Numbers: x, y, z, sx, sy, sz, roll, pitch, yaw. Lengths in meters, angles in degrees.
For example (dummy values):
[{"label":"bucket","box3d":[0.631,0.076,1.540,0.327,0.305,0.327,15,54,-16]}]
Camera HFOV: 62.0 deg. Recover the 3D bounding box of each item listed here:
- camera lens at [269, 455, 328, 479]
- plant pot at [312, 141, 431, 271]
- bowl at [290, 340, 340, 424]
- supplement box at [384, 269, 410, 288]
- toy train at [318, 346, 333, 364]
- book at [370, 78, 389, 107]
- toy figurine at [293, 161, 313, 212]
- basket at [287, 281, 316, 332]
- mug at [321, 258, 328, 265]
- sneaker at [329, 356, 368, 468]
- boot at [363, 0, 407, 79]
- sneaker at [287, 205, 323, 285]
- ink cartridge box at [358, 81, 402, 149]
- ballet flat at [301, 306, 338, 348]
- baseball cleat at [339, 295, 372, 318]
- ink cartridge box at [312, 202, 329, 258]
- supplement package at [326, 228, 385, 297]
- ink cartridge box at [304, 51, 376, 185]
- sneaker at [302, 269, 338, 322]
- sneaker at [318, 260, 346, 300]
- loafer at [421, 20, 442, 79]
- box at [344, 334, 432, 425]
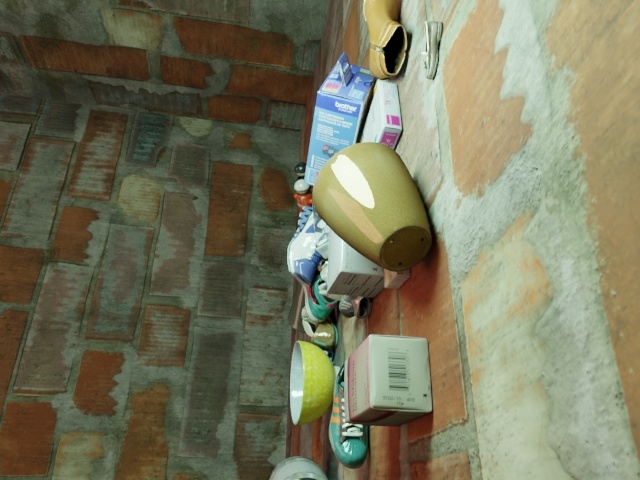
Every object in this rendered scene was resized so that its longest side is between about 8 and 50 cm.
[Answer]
[{"label":"camera lens","box3d":[-0.068,0.873,1.811,0.274,0.219,0.219,142,133,-79]},{"label":"plant pot","box3d":[0.134,-0.053,1.168,0.254,0.237,0.237,-120,33,-49]},{"label":"bowl","box3d":[-0.011,0.501,1.875,0.289,0.156,0.289,-175,90,-79]},{"label":"supplement box","box3d":[0.182,0.072,1.275,0.098,0.036,0.062,114,159,-64]},{"label":"toy train","box3d":[0.009,0.494,2.053,0.105,0.080,0.184,-81,-3,-70]},{"label":"book","box3d":[0.178,-0.422,1.644,0.144,0.035,0.096,118,155,-73]},{"label":"toy figurine","box3d":[-0.004,-0.220,2.122,0.213,0.209,0.148,-90,-7,-54]},{"label":"basket","box3d":[-0.049,0.262,2.352,0.204,0.154,0.227,-109,30,-69]},{"label":"mug","box3d":[0.029,0.020,2.138,0.158,0.097,0.129,113,160,-66]},{"label":"sneaker","box3d":[0.081,0.459,1.461,0.302,0.108,0.121,-91,6,-47]},{"label":"boot","box3d":[0.179,-0.590,1.470,0.220,0.109,0.283,-105,20,-71]},{"label":"sneaker","box3d":[0.000,-0.001,1.943,0.127,0.182,0.315,49,-135,-46]},{"label":"ink cartridge box","box3d":[0.162,-0.283,1.563,0.311,0.065,0.186,112,163,-54]},{"label":"ballet flat","box3d":[-0.012,0.317,2.126,0.342,0.124,0.116,-102,19,-64]},{"label":"baseball cleat","box3d":[0.103,0.204,1.613,0.206,0.072,0.109,101,164,-53]},{"label":"ink cartridge box","box3d":[0.055,-0.095,1.842,0.065,0.165,0.333,47,-158,-32]},{"label":"supplement package","box3d":[0.106,0.001,1.467,0.204,0.145,0.262,115,159,-66]},{"label":"ink cartridge box","box3d":[0.071,-0.395,1.728,0.270,0.151,0.395,-67,-7,-50]},{"label":"sneaker","box3d":[-0.007,0.143,2.014,0.178,0.123,0.295,-43,58,47]},{"label":"sneaker","box3d":[0.071,0.092,1.703,0.111,0.129,0.297,-92,13,-53]},{"label":"loafer","box3d":[0.241,-0.425,1.189,0.045,0.039,0.125,-130,47,-77]},{"label":"box","box3d":[0.135,0.304,1.134,0.232,0.126,0.149,112,161,-62]}]
